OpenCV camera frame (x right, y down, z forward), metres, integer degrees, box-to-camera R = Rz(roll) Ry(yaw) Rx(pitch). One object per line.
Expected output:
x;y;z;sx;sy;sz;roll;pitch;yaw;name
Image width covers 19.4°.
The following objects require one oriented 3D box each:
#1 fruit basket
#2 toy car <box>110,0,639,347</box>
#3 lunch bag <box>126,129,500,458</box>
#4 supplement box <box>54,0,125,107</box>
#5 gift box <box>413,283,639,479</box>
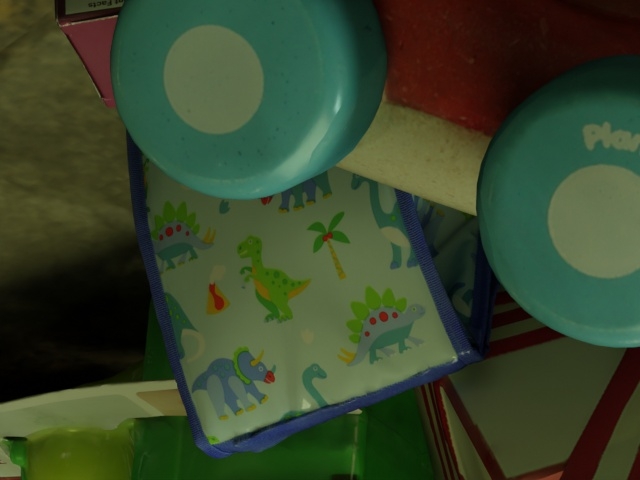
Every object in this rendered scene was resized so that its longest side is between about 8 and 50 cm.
-0.089;0.151;0.993;0.353;0.165;0.327;-15;150;23;fruit basket
0.083;-0.124;0.548;0.210;0.238;0.219;21;-160;16;toy car
0.000;0.000;0.743;0.129;0.151;0.096;-24;146;28;lunch bag
-0.062;-0.095;0.627;0.043;0.083;0.055;-9;152;7;supplement box
0.151;0.105;0.762;0.276;0.255;0.258;-17;113;-9;gift box
